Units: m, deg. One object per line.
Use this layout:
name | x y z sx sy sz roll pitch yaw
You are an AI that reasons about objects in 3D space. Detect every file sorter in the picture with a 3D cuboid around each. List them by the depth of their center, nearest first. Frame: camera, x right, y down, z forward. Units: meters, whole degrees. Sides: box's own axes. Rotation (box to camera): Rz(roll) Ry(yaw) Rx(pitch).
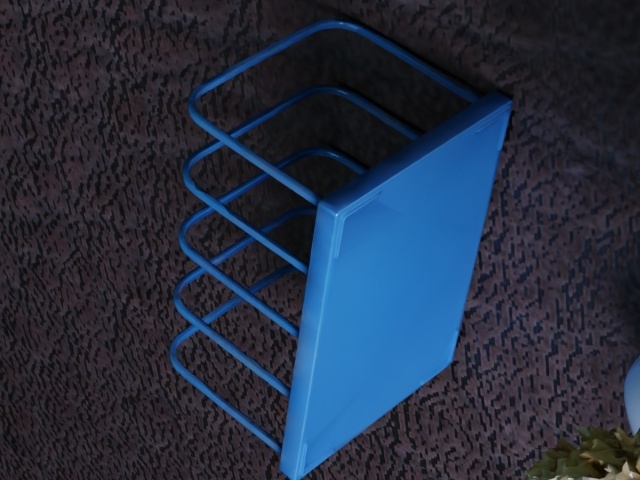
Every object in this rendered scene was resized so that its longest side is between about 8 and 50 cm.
file sorter | 0.000 0.000 0.813 0.104 0.118 0.170 35 138 26

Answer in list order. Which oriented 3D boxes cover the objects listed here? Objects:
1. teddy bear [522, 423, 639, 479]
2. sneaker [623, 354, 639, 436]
teddy bear | 0.213 0.034 0.534 0.245 0.113 0.338 27 115 -13
sneaker | 0.183 0.149 0.765 0.115 0.090 0.232 -19 103 54
